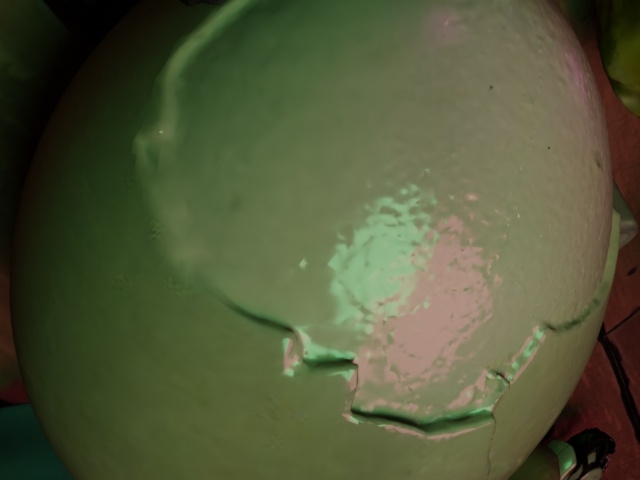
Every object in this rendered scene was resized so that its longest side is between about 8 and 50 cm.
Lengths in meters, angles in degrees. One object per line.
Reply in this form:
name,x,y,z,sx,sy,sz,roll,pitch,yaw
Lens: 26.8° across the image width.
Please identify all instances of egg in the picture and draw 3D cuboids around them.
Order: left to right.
egg,0.000,0.000,0.628,0.278,0.278,0.336,-18,154,-31

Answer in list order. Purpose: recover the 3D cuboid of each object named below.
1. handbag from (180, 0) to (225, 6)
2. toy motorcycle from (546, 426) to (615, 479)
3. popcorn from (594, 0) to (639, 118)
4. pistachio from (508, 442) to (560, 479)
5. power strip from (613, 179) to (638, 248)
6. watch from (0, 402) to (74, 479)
handbag,-0.011,-0.220,0.449,0.181,0.181,0.254,-25,147,-10
toy motorcycle,0.178,0.325,1.394,0.196,0.125,0.331,2,126,-45
popcorn,0.301,-0.145,0.794,0.226,0.276,0.276,-23,145,-15
pistachio,0.021,0.300,1.043,0.446,0.281,0.365,-27,180,-25
power strip,0.074,0.007,0.901,0.230,0.141,0.261,-5,149,-42
watch,-0.146,0.193,0.821,0.211,0.211,0.193,-26,131,-20
